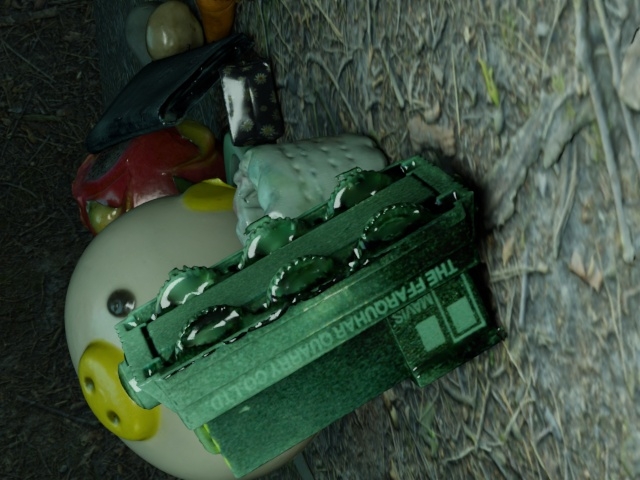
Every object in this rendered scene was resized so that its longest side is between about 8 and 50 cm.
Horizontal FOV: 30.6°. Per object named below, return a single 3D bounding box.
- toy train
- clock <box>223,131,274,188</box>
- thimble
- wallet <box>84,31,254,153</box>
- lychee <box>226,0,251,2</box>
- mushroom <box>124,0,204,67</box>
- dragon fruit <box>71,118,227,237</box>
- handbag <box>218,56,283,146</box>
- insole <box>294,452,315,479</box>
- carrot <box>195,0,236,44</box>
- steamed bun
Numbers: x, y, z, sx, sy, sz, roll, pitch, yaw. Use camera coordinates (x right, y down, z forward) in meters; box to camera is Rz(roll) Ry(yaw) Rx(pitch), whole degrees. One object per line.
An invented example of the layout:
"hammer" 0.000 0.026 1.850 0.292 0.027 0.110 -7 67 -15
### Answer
"toy train" 0.000 0.069 0.972 0.178 0.330 0.138 63 173 -28
"clock" -0.079 -0.061 1.625 0.211 0.066 0.159 -133 34 -63
"thimble" 0.000 0.000 1.213 0.185 0.149 0.211 120 136 -66
"wallet" -0.243 -0.220 1.755 0.046 0.191 0.379 46 159 -19
"lychee" -0.101 -0.348 1.281 0.188 0.188 0.188 168 90 -75
"mushroom" -0.266 -0.351 2.059 0.159 0.122 0.328 44 175 -17
"dragon fruit" -0.279 -0.090 1.901 0.189 0.290 0.291 39 -169 -35
"handbag" -0.096 -0.193 1.609 0.139 0.072 0.115 -110 9 -80
"insole" -0.025 0.368 1.874 0.197 0.004 0.065 -124 27 -56
"carrot" -0.150 -0.319 1.740 0.257 0.061 0.061 88 166 -66
"steamed bun" -0.144 0.120 1.465 0.374 0.334 0.334 49 159 9
